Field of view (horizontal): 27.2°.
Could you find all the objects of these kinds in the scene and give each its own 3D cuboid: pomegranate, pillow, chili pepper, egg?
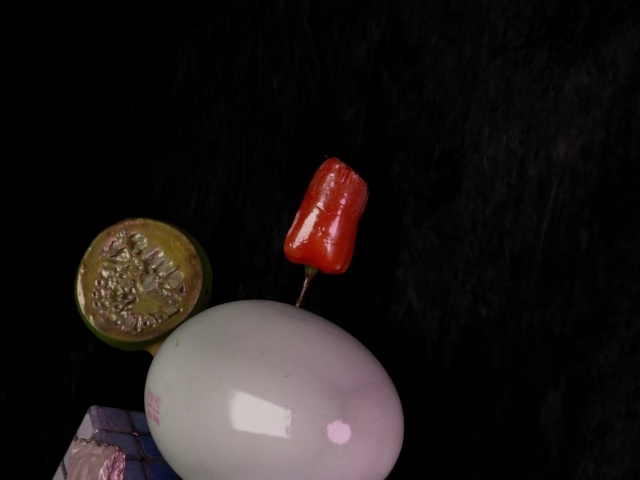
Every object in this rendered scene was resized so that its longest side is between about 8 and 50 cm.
[{"bbox_3d":[-0.223,0.082,1.861,0.190,0.241,0.159,-60,-9,-10],"label":"pomegranate"},{"bbox_3d":[-0.272,0.343,1.468,0.135,0.049,0.248,0,78,62],"label":"pillow"},{"bbox_3d":[0.000,0.000,1.549,0.084,0.086,0.192,22,90,32],"label":"chili pepper"},{"bbox_3d":[-0.052,0.181,1.432,0.371,0.230,0.230,5,84,56],"label":"egg"}]

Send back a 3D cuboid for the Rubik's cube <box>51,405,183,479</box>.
[{"bbox_3d":[-0.199,0.370,1.609,0.238,0.237,0.237,-62,37,24],"label":"Rubik's cube"}]
